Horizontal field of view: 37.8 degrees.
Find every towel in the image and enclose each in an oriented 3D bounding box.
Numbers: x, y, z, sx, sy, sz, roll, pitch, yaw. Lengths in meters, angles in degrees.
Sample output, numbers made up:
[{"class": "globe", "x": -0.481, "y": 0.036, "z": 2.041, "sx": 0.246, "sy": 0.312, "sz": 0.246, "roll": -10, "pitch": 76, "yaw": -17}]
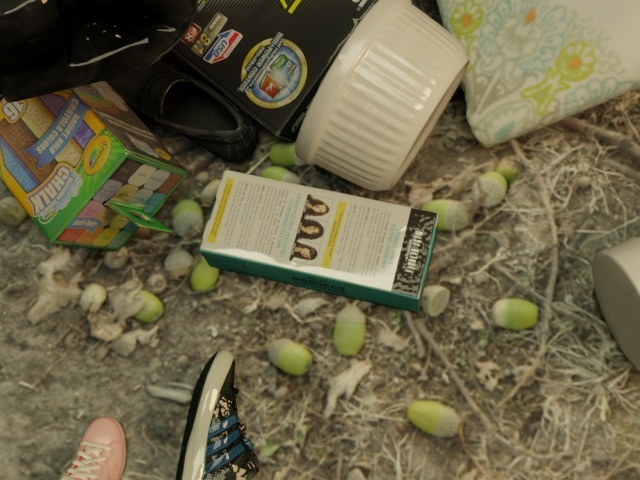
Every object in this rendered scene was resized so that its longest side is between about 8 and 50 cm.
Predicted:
[{"class": "towel", "x": 0.281, "y": -0.325, "z": 1.044, "sx": 0.320, "sy": 0.090, "sz": 0.374, "roll": -24, "pitch": 65, "yaw": 30}]

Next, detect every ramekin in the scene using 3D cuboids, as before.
[{"class": "ramekin", "x": 0.071, "y": -0.150, "z": 1.005, "sx": 0.109, "sy": 0.207, "sz": 0.207, "roll": 33, "pitch": 76, "yaw": 6}]

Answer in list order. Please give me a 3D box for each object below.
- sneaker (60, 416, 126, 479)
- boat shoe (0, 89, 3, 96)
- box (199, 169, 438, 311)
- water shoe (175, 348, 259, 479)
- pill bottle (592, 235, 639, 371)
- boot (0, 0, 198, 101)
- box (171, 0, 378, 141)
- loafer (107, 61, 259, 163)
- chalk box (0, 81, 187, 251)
[{"class": "sneaker", "x": -0.239, "y": 0.243, "z": 0.955, "sx": 0.051, "sy": 0.070, "sz": 0.134, "roll": 9, "pitch": 70, "yaw": 10}, {"class": "boat shoe", "x": -0.406, "y": -0.220, "z": 1.123, "sx": 0.301, "sy": 0.102, "sz": 0.108, "roll": 1, "pitch": 47, "yaw": 11}, {"class": "box", "x": 0.000, "y": 0.000, "z": 1.027, "sx": 0.244, "sy": 0.060, "sz": 0.100, "roll": 13, "pitch": 72, "yaw": 10}, {"class": "water shoe", "x": -0.101, "y": 0.216, "z": 0.963, "sx": 0.080, "sy": 0.073, "sz": 0.203, "roll": 14, "pitch": 75, "yaw": -13}, {"class": "pill bottle", "x": 0.431, "y": 0.024, "z": 0.925, "sx": 0.283, "sy": 0.161, "sz": 0.161, "roll": -21, "pitch": 69, "yaw": -3}, {"class": "boot", "x": -0.199, "y": -0.354, "z": 1.023, "sx": 0.367, "sy": 0.146, "sz": 0.445, "roll": -29, "pitch": 35, "yaw": 5}, {"class": "box", "x": -0.039, "y": -0.286, "z": 1.086, "sx": 0.216, "sy": 0.060, "sz": 0.270, "roll": 41, "pitch": 100, "yaw": 17}, {"class": "loafer", "x": -0.171, "y": -0.167, "z": 1.094, "sx": 0.223, "sy": 0.078, "sz": 0.076, "roll": 30, "pitch": 77, "yaw": 15}, {"class": "chalk box", "x": -0.249, "y": -0.075, "z": 1.023, "sx": 0.132, "sy": 0.132, "sz": 0.213, "roll": -46, "pitch": 70, "yaw": 11}]
